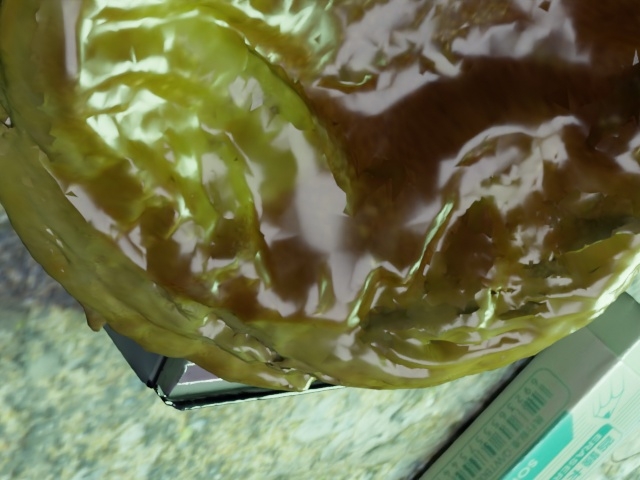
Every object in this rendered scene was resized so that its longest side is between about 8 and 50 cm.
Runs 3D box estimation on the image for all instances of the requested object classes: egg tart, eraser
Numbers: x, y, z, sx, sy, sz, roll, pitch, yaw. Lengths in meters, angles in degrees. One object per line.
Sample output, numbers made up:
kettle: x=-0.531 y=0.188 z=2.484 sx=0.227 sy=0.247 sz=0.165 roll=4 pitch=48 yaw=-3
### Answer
egg tart: x=0.020 y=-0.102 z=0.668 sx=0.352 sy=0.150 sz=0.352 roll=-9 pitch=127 yaw=-13
eraser: x=0.144 y=0.133 z=1.181 sx=0.225 sy=0.052 sz=0.095 roll=-47 pitch=145 yaw=5

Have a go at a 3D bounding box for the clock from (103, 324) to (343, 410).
clock: x=0.001 y=0.000 z=0.866 sx=0.193 sy=0.073 sz=0.144 roll=-3 pitch=129 yaw=-45
